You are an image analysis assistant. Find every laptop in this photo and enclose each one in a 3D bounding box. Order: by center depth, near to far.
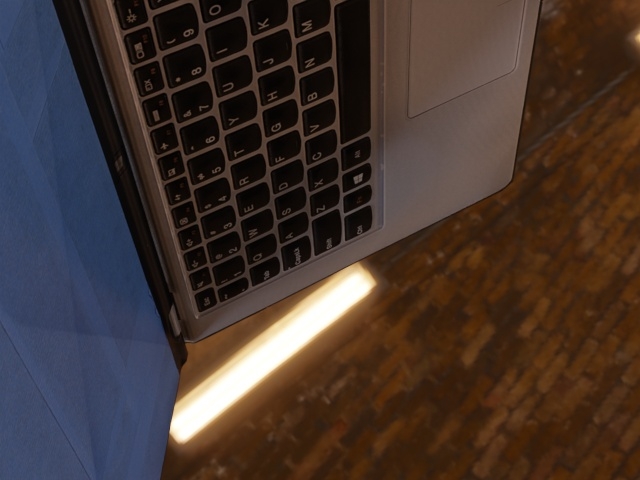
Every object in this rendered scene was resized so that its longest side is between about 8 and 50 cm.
[{"bbox_3d":[0.000,0.000,0.434,0.408,0.382,0.236,-26,-124,-15],"label":"laptop"}]
